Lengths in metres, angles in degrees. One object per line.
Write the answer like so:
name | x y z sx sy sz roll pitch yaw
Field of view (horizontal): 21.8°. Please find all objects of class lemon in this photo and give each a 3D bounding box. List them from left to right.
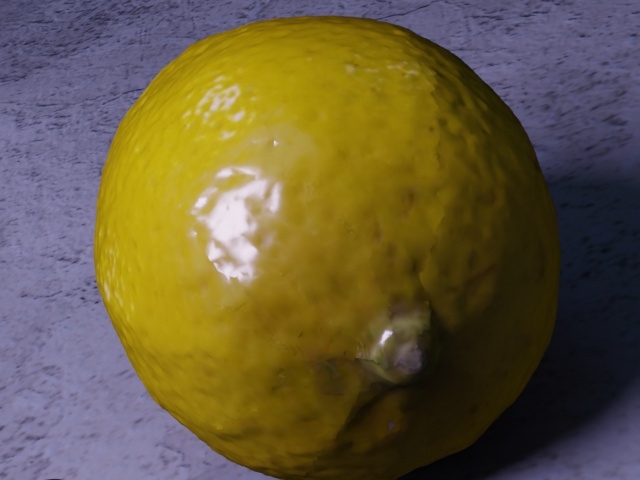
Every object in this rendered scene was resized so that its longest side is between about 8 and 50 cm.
lemon | 0.000 0.000 0.888 0.245 0.245 0.320 -27 23 -4

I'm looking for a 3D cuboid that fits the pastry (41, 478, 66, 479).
pastry | -0.069 0.203 0.642 0.274 0.193 0.275 10 7 -1
